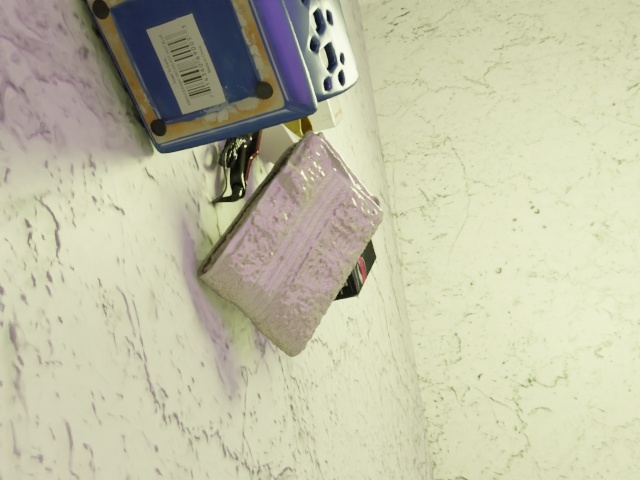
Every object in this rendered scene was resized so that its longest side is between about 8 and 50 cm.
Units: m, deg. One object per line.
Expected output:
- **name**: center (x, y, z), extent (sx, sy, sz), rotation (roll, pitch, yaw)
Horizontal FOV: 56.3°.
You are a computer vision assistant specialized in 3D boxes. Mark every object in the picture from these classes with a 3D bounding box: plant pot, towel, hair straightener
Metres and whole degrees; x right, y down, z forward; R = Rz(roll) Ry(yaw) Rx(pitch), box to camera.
- **plant pot**: center (-0.063, -0.196, 1.101), extent (0.081, 0.083, 0.081), rotation (56, 25, -57)
- **towel**: center (-0.024, -0.003, 0.819), extent (0.187, 0.049, 0.282), rotation (47, 58, -26)
- **plant pot**: center (-0.109, -0.234, 0.679), extent (0.212, 0.236, 0.235), rotation (-65, 139, -58)
- **hair straightener**: center (-0.132, -0.139, 0.887), extent (0.230, 0.047, 0.089), rotation (-81, 154, -46)

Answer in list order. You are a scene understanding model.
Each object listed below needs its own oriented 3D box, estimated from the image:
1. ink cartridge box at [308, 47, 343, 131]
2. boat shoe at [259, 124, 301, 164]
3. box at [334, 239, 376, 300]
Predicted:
- **ink cartridge box**: center (-0.014, -0.370, 1.454), extent (0.139, 0.082, 0.190), rotation (-66, 142, -67)
- **boat shoe**: center (-0.043, -0.149, 1.025), extent (0.066, 0.184, 0.063), rotation (-60, 166, 11)
- **box**: center (0.000, 0.000, 1.046), extent (0.270, 0.144, 0.165), rotation (-49, 124, -74)
